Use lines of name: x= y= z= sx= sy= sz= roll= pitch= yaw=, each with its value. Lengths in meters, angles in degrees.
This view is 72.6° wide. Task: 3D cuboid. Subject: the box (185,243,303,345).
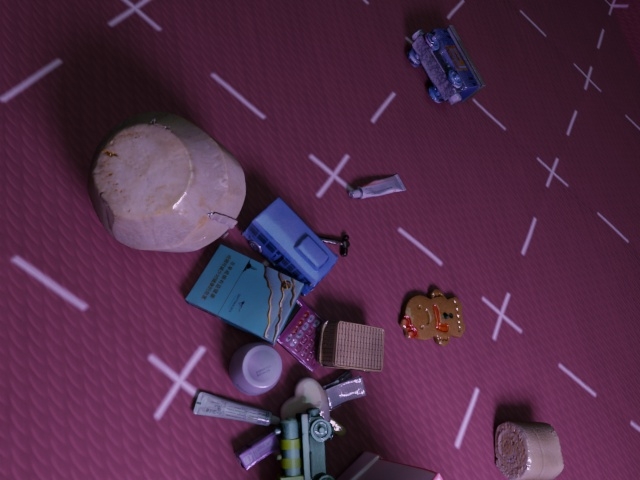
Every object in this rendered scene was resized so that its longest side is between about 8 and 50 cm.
box: x=-0.175 y=0.126 z=1.029 sx=0.229 sy=0.041 sz=0.162 roll=25 pitch=63 yaw=4

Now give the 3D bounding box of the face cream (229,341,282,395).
face cream: x=-0.145 y=0.287 z=0.982 sx=0.117 sy=0.104 sz=0.117 roll=9 pitch=66 yaw=-23

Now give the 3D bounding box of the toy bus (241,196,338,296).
toy bus: x=-0.072 y=0.018 z=1.095 sx=0.234 sy=0.133 sz=0.116 roll=45 pitch=59 yaw=-4

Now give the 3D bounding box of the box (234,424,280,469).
box: x=-0.127 y=0.455 z=0.963 sx=0.117 sy=0.050 sz=0.036 roll=-24 pitch=84 yaw=-28

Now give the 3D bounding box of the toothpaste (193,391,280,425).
toothpaste: x=-0.183 y=0.384 z=0.975 sx=0.197 sy=0.029 sz=0.048 roll=19 pitch=62 yaw=-15

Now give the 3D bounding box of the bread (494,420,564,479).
bread: x=0.574 y=0.577 z=1.198 sx=0.141 sy=0.134 sz=0.148 roll=10 pitch=81 yaw=-21

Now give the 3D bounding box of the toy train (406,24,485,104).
toy train: x=0.447 y=-0.629 z=1.577 sx=0.201 sy=0.131 sz=0.300 roll=-21 pitch=82 yaw=-37

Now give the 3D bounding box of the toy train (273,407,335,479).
toy train: x=-0.038 y=0.466 z=0.929 sx=0.132 sy=0.083 sz=0.200 roll=2 pitch=67 yaw=-16

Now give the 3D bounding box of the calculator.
calculator: x=-0.052 y=0.225 z=1.091 sx=0.190 sy=0.034 sz=0.127 roll=45 pitch=59 yaw=-11

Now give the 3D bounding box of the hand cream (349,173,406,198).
hand cream: x=0.173 y=-0.162 z=1.334 sx=0.216 sy=0.038 sz=0.053 roll=-16 pitch=104 yaw=-34

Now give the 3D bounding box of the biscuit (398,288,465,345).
biscuit: x=0.327 y=0.222 z=1.266 sx=0.225 sy=0.036 sz=0.166 roll=7 pitch=71 yaw=-23

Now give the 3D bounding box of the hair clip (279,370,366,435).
hair clip: x=0.009 y=0.394 z=1.044 sx=0.218 sy=0.071 sz=0.159 roll=-15 pitch=81 yaw=-24

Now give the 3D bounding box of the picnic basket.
picnic basket: x=0.078 y=0.266 z=1.090 sx=0.164 sy=0.079 sz=0.115 roll=16 pitch=71 yaw=-30

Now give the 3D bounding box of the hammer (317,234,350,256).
hammer: x=0.000 y=0.000 z=1.200 sx=0.178 sy=0.021 sz=0.065 roll=12 pitch=69 yaw=-20

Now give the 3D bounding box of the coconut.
coconut: x=-0.324 y=-0.115 z=0.949 sx=0.322 sy=0.323 sz=0.323 roll=8 pitch=69 yaw=-22

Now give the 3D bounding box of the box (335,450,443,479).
box: x=0.133 y=0.665 z=0.864 sx=0.312 sy=0.300 sz=0.315 roll=-30 pitch=86 yaw=-30
